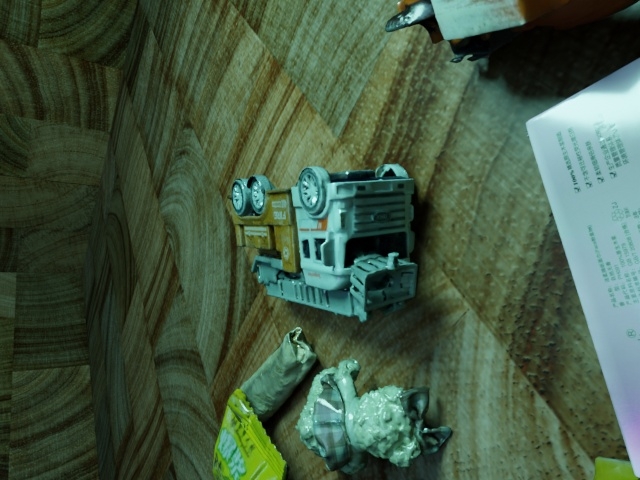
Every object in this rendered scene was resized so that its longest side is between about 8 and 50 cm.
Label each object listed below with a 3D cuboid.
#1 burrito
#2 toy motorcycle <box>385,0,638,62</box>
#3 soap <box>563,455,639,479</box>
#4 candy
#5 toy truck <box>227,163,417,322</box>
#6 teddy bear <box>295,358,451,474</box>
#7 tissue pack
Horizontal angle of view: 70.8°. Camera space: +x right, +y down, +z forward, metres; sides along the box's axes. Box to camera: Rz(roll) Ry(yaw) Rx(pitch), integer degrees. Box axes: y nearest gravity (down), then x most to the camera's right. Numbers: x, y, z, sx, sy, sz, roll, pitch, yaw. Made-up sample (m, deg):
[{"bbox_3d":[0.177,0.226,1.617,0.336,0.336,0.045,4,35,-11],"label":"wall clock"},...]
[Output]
[{"bbox_3d":[-0.082,0.232,0.745,0.082,0.059,0.275,56,132,26],"label":"burrito"},{"bbox_3d":[0.184,-0.214,0.316,0.148,0.221,0.325,62,172,-25],"label":"toy motorcycle"},{"bbox_3d":[0.262,0.275,0.158,0.338,0.169,0.305,-16,63,54],"label":"soap"},{"bbox_3d":[-0.117,0.407,0.743,0.187,0.081,0.298,33,123,43],"label":"candy"},{"bbox_3d":[0.000,0.000,0.594,0.338,0.132,0.185,5,101,58],"label":"toy truck"},{"bbox_3d":[0.034,0.212,0.536,0.213,0.111,0.133,-23,72,53],"label":"teddy bear"},{"bbox_3d":[0.242,0.006,0.275,0.148,0.092,0.247,-28,64,49],"label":"tissue pack"}]
